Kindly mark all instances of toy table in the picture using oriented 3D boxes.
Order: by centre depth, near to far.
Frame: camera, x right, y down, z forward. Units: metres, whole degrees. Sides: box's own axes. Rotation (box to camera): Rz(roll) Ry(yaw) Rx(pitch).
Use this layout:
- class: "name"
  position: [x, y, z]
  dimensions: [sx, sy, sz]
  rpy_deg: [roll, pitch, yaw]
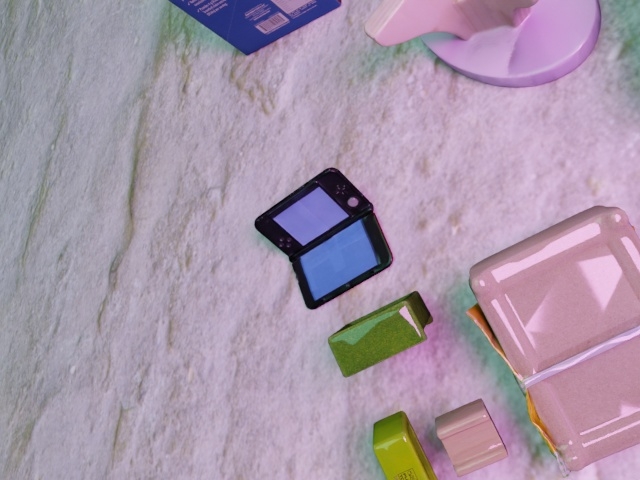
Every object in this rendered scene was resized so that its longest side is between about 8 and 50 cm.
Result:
- class: "toy table"
  position: [0.171, -0.299, 0.648]
  dimensions: [0.274, 0.161, 0.252]
  rpy_deg: [37, 100, 37]

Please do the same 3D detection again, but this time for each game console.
- class: "game console"
  position: [0.000, 0.000, 0.739]
  dimensions: [0.144, 0.124, 0.085]
  rpy_deg: [-33, 33, 25]

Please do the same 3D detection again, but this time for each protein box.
- class: "protein box"
  position: [-0.108, -0.419, 0.866]
  dimensions: [0.200, 0.201, 0.135]
  rpy_deg: [-15, 67, 33]

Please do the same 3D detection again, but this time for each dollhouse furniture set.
- class: "dollhouse furniture set"
  position: [0.187, 0.116, 0.573]
  dimensions: [0.302, 0.151, 0.197]
  rpy_deg: [-27, 81, 9]
